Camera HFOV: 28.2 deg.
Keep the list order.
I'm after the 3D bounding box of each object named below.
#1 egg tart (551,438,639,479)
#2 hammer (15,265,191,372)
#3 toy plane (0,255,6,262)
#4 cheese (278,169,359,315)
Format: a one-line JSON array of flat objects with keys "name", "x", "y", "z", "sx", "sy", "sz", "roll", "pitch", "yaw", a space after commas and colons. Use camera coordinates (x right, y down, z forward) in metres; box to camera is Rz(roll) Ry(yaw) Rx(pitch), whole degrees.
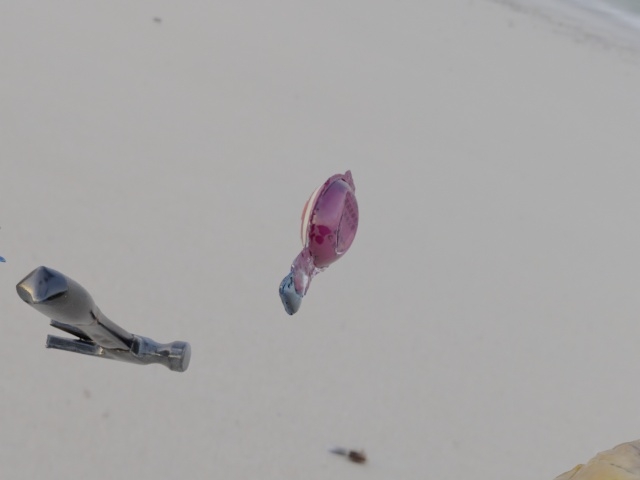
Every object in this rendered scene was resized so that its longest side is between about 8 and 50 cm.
[{"name": "egg tart", "x": 0.319, "y": 0.262, "z": 0.731, "sx": 0.443, "sy": 0.178, "sz": 0.443, "roll": 19, "pitch": 3, "yaw": -1}, {"name": "hammer", "x": -0.220, "y": 0.074, "z": 1.186, "sx": 0.137, "sy": 0.037, "sz": 0.290, "roll": 7, "pitch": -15, "yaw": 10}, {"name": "toy plane", "x": -0.154, "y": -0.014, "z": 0.465, "sx": 0.084, "sy": 0.078, "sz": 0.024, "roll": 34, "pitch": 17, "yaw": 7}, {"name": "cheese", "x": 0.000, "y": 0.000, "z": 1.146, "sx": 0.038, "sy": 0.095, "sz": 0.145, "roll": 14, "pitch": 59, "yaw": 24}]
